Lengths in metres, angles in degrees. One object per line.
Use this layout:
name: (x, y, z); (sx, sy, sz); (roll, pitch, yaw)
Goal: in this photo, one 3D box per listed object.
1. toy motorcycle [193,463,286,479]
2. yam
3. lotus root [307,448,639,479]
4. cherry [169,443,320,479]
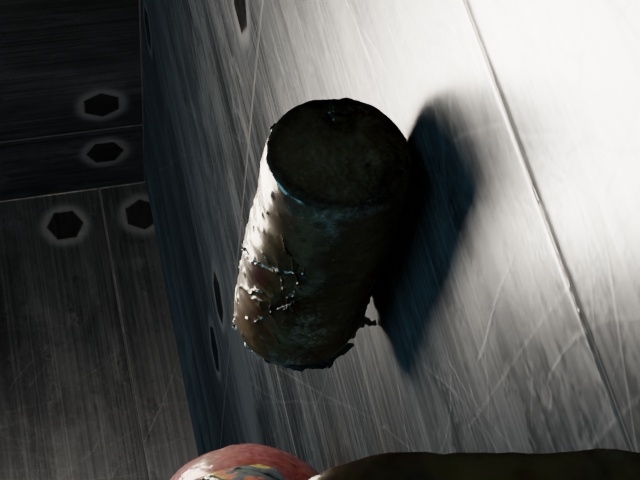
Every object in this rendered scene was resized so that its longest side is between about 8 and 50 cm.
toy motorcycle: (-0.051, 0.310, 1.187); (0.108, 0.173, 0.307); (-9, 131, 44)
yam: (-0.001, -0.001, 1.054); (0.279, 0.131, 0.131); (105, 154, -59)
lotus root: (0.054, 0.225, 0.567); (0.316, 0.316, 0.249); (113, 163, -68)
cherry: (-0.067, 0.355, 1.395); (0.261, 0.221, 0.307); (81, 166, -55)
